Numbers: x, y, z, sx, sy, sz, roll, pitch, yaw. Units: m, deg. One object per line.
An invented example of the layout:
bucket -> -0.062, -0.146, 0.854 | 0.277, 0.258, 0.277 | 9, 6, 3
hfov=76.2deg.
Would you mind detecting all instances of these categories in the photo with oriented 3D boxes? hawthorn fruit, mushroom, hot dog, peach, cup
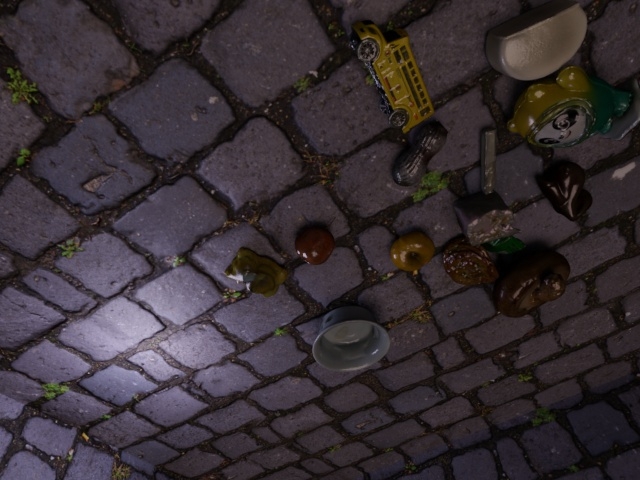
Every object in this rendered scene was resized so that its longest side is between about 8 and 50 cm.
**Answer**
hawthorn fruit -> -0.014, 0.008, 1.530 | 0.149, 0.149, 0.189 | 23, 121, -23
mushroom -> 0.895, 0.183, 1.735 | 0.344, 0.239, 0.345 | -3, 148, -2
hot dog -> 0.628, 0.106, 1.698 | 0.195, 0.122, 0.272 | -11, 133, 35
peach -> 0.369, 0.045, 1.634 | 0.179, 0.103, 0.179 | -5, 129, -6
cup -> 0.127, 0.422, 1.845 | 0.346, 0.163, 0.348 | -4, 127, -6

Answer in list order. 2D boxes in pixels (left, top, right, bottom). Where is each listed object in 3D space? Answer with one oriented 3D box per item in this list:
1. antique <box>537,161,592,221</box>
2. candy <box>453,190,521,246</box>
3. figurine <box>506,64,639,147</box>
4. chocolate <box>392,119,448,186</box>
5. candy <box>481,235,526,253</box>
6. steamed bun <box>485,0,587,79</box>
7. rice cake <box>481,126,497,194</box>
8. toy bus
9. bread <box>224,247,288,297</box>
antique -> 0.934, -0.185, 1.534 | 0.143, 0.121, 0.257 | -41, 115, 11
candy -> 0.611, -0.087, 1.520 | 0.184, 0.195, 0.137 | -17, 122, 10
figurine -> 0.781, -0.413, 1.286 | 0.339, 0.232, 0.324 | 2, 154, -2
chocolate -> 0.335, -0.286, 1.381 | 0.110, 0.110, 0.248 | 18, 125, -20
candy -> 0.680, 0.000, 1.612 | 0.141, 0.203, 0.078 | 50, 64, -27
steamed bun -> 0.622, -0.566, 1.184 | 0.241, 0.146, 0.164 | -22, 122, 9
rice cake -> 0.596, -0.281, 1.449 | 0.052, 0.057, 0.256 | 2, 130, 24
toy bus -> 0.209, -0.490, 1.188 | 0.152, 0.144, 0.330 | -27, 127, 13
bread -> -0.254, 0.140, 1.632 | 0.232, 0.088, 0.161 | 25, 124, -21
